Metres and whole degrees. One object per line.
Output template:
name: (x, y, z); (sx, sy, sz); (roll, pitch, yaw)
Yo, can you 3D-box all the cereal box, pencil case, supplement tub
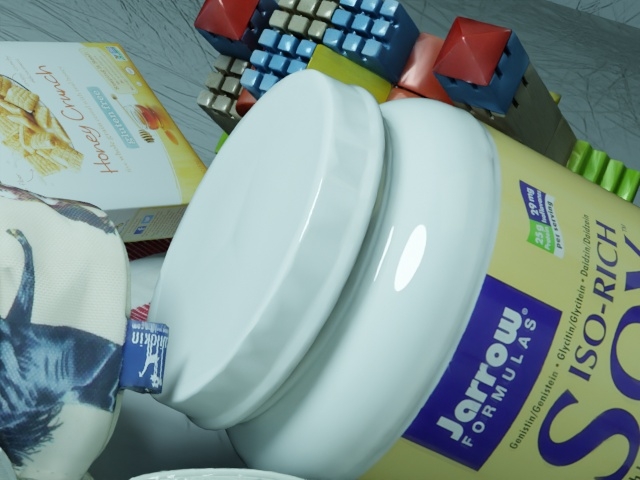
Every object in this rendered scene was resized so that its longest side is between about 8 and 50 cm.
cereal box: (-0.202, -0.071, 1.275); (0.240, 0.047, 0.173); (-7, 53, -49)
pencil case: (-0.289, 0.043, 0.893); (0.410, 0.160, 0.183); (8, 51, -32)
supplement tub: (0.090, 0.063, 1.038); (0.331, 0.241, 0.241); (26, 18, -21)

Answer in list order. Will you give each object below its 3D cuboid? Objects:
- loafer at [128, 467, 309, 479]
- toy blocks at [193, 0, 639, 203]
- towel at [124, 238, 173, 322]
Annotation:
loafer: (0.038, 0.200, 0.937); (0.319, 0.112, 0.111); (18, -17, 4)
toy blocks: (0.039, -0.112, 1.428); (0.381, 0.190, 0.261); (19, -13, 29)
towel: (-0.135, 0.013, 1.304); (0.329, 0.037, 0.237); (30, 23, 21)
